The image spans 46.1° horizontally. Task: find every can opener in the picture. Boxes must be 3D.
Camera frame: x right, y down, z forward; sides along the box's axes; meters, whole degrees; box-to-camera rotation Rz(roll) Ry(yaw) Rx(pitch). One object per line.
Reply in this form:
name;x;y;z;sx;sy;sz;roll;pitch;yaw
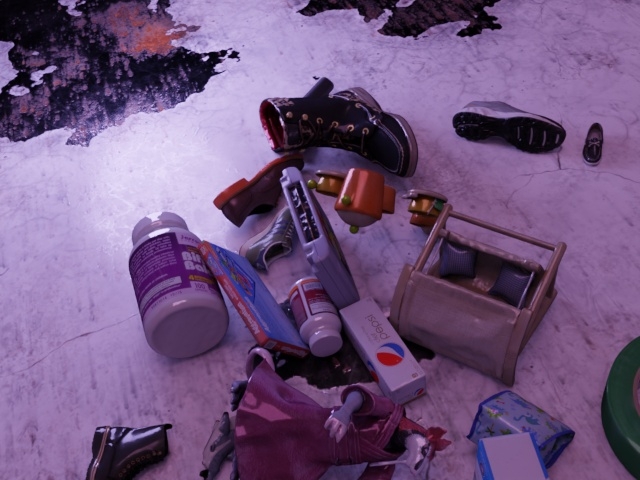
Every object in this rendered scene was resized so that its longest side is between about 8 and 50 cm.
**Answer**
can opener;-0.042;-0.320;1.976;0.093;0.074;0.280;36;56;-5

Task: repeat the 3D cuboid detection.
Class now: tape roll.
tape roll;0.644;0.291;1.261;0.320;0.077;0.321;-4;46;5

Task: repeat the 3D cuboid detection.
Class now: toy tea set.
toy tea set;0.140;-0.053;1.558;0.335;0.200;0.125;15;86;-23

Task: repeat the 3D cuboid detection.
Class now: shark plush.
shark plush;-0.170;0.376;1.335;0.067;0.073;0.161;29;44;-7

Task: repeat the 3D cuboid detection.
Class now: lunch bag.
lunch bag;0.343;0.320;1.273;0.128;0.096;0.151;33;30;33

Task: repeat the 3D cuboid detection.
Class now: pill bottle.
pill bottle;-0.008;0.152;1.495;0.086;0.086;0.152;-15;46;-5
pill bottle;-0.303;0.080;1.556;0.169;0.169;0.302;-19;47;-9

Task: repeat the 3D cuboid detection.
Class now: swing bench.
swing bench;0.298;0.100;1.440;0.253;0.165;0.255;20;53;26

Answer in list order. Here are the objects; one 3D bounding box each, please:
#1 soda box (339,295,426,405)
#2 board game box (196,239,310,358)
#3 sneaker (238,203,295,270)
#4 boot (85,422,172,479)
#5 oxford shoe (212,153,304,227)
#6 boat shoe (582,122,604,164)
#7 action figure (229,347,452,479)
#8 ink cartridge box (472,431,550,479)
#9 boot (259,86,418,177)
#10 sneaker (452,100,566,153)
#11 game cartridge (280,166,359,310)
soda box;0.117;0.211;1.431;0.073;0.069;0.216;-24;47;-12
board game box;-0.136;0.116;1.504;0.027;0.145;0.281;-46;54;11
sneaker;-0.085;-0.004;1.675;0.086;0.064;0.192;34;65;33
boot;-0.333;0.406;1.322;0.136;0.077;0.198;-6;47;-3
oxford shoe;-0.128;-0.118;1.792;0.271;0.097;0.098;-35;85;-31
boat shoe;0.648;-0.230;1.781;0.046;0.038;0.125;11;50;20
action figure;0.035;0.337;1.276;0.369;0.248;0.276;-3;21;6
ink cartridge box;0.287;0.405;1.124;0.085;0.203;0.148;-9;46;-2
boot;0.038;-0.253;1.789;0.284;0.138;0.377;-8;39;-23
sneaker;0.465;-0.291;1.833;0.271;0.100;0.108;18;47;24
game cartridge;0.000;0.000;1.561;0.060;0.196;0.294;-24;45;3
